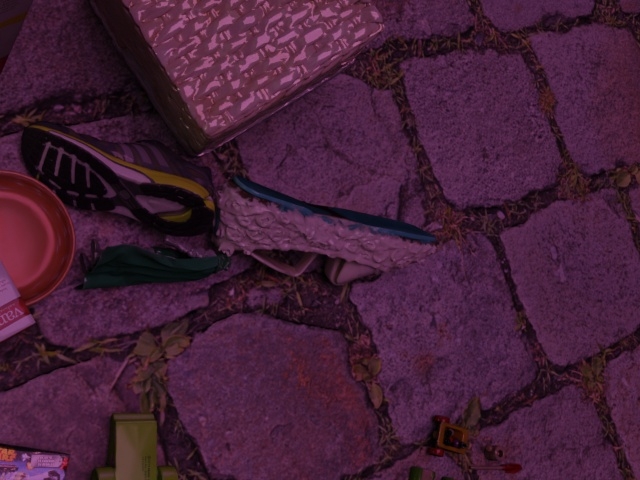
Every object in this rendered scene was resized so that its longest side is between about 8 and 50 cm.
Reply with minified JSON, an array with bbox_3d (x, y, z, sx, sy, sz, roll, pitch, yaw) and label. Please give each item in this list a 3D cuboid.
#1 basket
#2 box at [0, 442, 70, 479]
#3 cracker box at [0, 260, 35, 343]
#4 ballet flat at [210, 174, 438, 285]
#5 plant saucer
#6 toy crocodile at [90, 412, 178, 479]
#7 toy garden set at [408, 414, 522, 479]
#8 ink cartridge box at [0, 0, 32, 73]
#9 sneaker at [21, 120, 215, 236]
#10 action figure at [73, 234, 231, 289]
[{"bbox_3d":[-0.136,-0.341,1.304,0.331,0.266,0.328,-33,97,-8],"label":"basket"},{"bbox_3d":[-0.418,0.326,1.194,0.137,0.027,0.094,17,73,-25],"label":"box"},{"bbox_3d":[-0.499,0.048,1.144,0.155,0.067,0.232,-31,95,-26],"label":"cracker box"},{"bbox_3d":[0.000,0.000,1.441,0.409,0.147,0.147,14,73,-29],"label":"ballet flat"},{"bbox_3d":[-0.449,0.001,1.240,0.200,0.037,0.200,6,76,-26],"label":"plant saucer"},{"bbox_3d":[-0.260,0.412,1.228,0.115,0.105,0.341,0,75,-28],"label":"toy crocodile"},{"bbox_3d":[0.269,0.429,1.528,0.244,0.049,0.204,22,70,-23],"label":"toy garden set"},{"bbox_3d":[-0.500,-0.360,1.087,0.160,0.384,0.279,-32,96,-29],"label":"ink cartridge box"},{"bbox_3d":[-0.296,-0.104,1.316,0.300,0.111,0.121,23,35,-12],"label":"sneaker"},{"bbox_3d":[-0.236,0.032,1.315,0.232,0.137,0.063,3,65,-36],"label":"action figure"}]
